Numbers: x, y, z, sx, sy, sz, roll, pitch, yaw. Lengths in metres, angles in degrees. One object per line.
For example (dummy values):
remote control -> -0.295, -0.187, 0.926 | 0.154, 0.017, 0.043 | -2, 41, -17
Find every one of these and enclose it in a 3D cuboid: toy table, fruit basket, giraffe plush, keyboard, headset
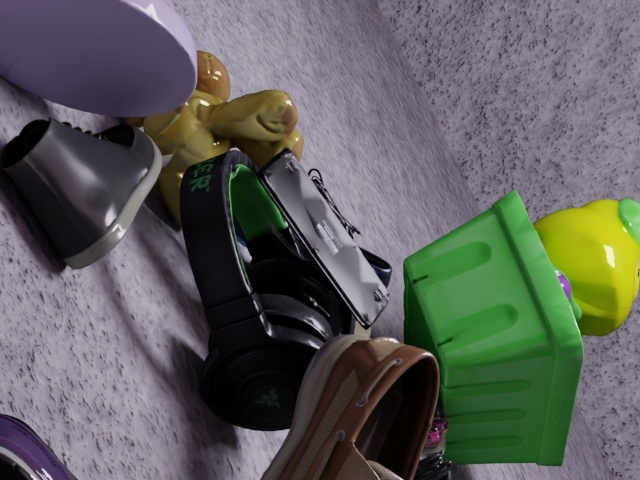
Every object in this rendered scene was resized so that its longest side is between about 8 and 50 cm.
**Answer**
toy table -> -0.218, -0.238, 1.513 | 0.274, 0.252, 0.160 | 51, 33, -63
fruit basket -> 0.296, 0.099, 2.178 | 0.392, 0.392, 0.283 | 40, 26, -55
giraffe plush -> -0.140, -0.130, 1.750 | 0.210, 0.181, 0.170 | 4, 39, -32
keyboard -> 0.000, 0.000, 1.685 | 0.192, 0.038, 0.100 | 56, 33, -7
headset -> -0.013, 0.094, 1.648 | 0.243, 0.185, 0.394 | -67, 138, -71

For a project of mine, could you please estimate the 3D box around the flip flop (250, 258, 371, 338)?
flip flop -> 0.002, 0.067, 1.947 | 0.277, 0.080, 0.112 | 24, 40, -61

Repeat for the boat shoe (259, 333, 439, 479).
boat shoe -> 0.021, 0.224, 1.459 | 0.123, 0.116, 0.324 | 39, 57, -40

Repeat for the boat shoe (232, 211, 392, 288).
boat shoe -> -0.028, -0.023, 1.853 | 0.258, 0.089, 0.109 | 36, 27, -1

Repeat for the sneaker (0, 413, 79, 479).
sneaker -> -0.149, 0.234, 1.112 | 0.283, 0.107, 0.124 | 59, 9, -10

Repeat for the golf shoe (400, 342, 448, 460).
golf shoe -> 0.105, 0.208, 2.114 | 0.186, 0.068, 0.086 | -112, -161, -45

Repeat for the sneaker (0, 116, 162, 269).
sneaker -> -0.211, -0.078, 1.494 | 0.118, 0.083, 0.222 | 55, 17, -22
